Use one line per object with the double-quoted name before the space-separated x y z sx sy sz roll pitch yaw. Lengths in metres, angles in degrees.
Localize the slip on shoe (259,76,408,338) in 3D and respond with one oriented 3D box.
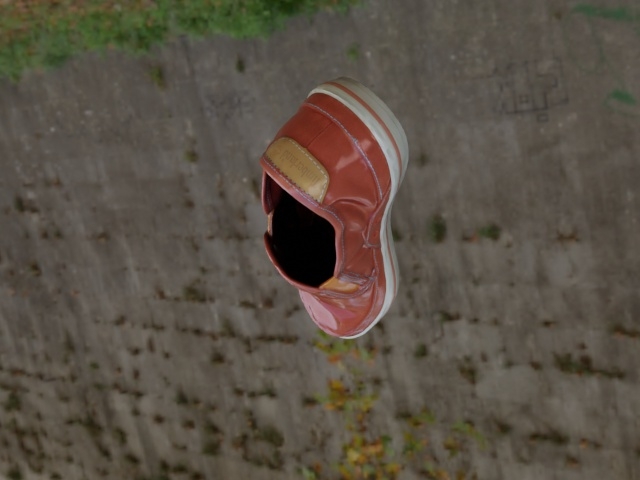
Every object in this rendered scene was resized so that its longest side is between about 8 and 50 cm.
"slip on shoe" 0.000 0.000 0.774 0.101 0.123 0.331 -41 160 -19
